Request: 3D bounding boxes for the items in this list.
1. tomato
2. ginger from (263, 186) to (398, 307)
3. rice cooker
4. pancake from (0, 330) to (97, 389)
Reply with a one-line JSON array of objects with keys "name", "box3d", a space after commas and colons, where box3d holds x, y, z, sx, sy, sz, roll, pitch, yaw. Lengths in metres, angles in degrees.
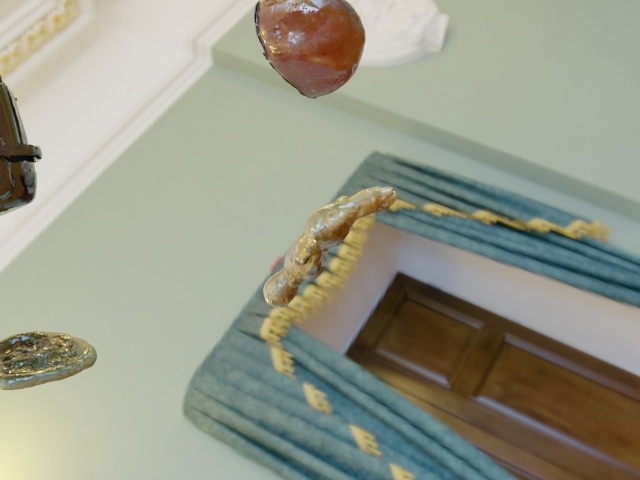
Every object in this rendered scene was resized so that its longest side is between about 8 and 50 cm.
[{"name": "tomato", "box3d": [0.000, -0.377, 1.564, 0.214, 0.155, 0.181, 22, -120, -54]}, {"name": "ginger", "box3d": [0.000, 0.000, 0.927, 0.193, 0.052, 0.176, -42, -11, 2]}, {"name": "rice cooker", "box3d": [-0.300, -0.069, 0.672, 0.142, 0.203, 0.118, -13, -84, -30]}, {"name": "pancake", "box3d": [-0.257, 0.106, 0.762, 0.108, 0.108, 0.017, -30, -56, -59]}]
